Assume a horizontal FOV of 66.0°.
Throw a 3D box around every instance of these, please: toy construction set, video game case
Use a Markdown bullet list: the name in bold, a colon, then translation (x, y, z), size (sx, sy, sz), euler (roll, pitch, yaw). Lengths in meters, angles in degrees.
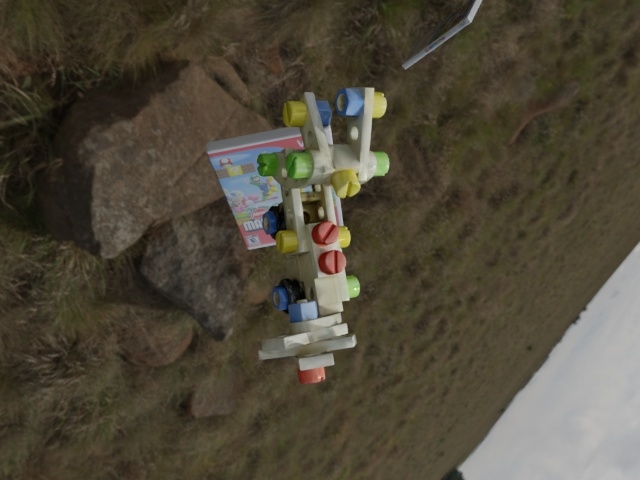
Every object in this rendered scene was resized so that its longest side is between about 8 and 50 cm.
- **toy construction set**: translation (0.000, 0.000, 0.591), size (0.151, 0.328, 0.215), euler (10, 166, -25)
- **video game case**: translation (0.182, -0.313, 0.742), size (0.122, 0.011, 0.087), euler (-25, -153, 47)
- **video game case**: translation (-0.068, -0.087, 0.899), size (0.203, 0.025, 0.285), euler (-11, 145, 1)
